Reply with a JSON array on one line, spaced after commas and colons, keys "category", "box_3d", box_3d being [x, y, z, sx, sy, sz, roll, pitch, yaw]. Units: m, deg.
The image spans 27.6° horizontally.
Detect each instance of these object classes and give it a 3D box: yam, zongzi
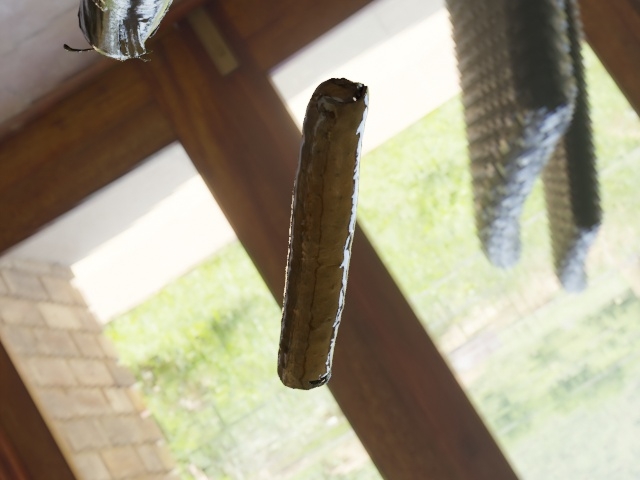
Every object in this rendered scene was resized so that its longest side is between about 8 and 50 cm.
[{"category": "yam", "box_3d": [0.000, 0.000, 0.906, 0.046, 0.046, 0.264, -24, 138, -33]}, {"category": "zongzi", "box_3d": [-0.220, -0.256, 1.365, 0.247, 0.111, 0.241, -60, -177, 37]}]
